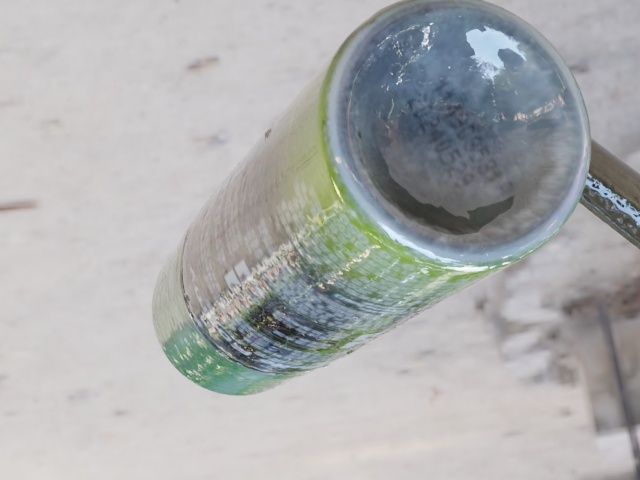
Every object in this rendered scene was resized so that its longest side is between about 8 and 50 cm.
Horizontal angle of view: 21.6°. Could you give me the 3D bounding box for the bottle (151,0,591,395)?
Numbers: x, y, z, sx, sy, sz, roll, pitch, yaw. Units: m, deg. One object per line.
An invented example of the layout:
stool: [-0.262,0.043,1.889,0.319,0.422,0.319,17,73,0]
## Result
bottle: [0.000,0.000,0.677,0.093,0.093,0.330,-2,168,-17]

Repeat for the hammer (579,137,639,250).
hammer: [0.202,0.037,0.737,0.365,0.111,0.043,35,121,-13]
